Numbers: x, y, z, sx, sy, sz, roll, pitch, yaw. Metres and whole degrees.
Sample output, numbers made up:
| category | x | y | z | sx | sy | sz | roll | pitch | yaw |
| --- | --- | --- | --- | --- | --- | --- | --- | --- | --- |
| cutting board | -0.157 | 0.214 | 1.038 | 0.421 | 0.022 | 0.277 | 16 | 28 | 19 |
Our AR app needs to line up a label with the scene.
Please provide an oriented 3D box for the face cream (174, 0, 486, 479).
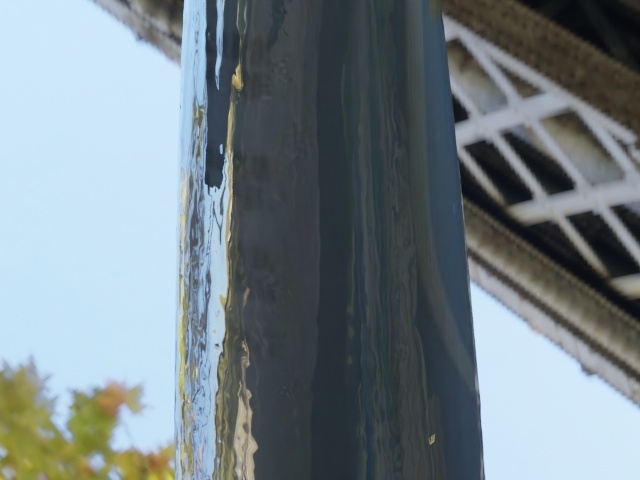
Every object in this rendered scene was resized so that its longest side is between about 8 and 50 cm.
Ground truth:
| category | x | y | z | sx | sy | sz | roll | pitch | yaw |
| --- | --- | --- | --- | --- | --- | --- | --- | --- | --- |
| face cream | 0.000 | 0.000 | 0.447 | 0.086 | 0.385 | 0.135 | -5 | -165 | -8 |
